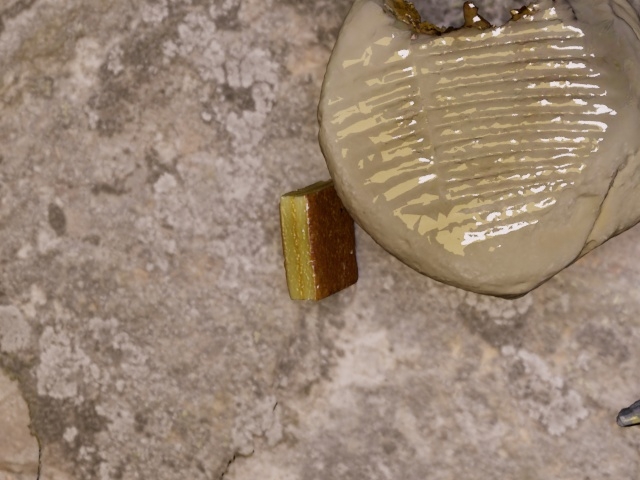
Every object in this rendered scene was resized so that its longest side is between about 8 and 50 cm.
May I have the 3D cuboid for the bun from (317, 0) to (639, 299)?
[{"bbox_3d":[0.145,-0.084,1.459,0.281,0.205,0.282,-1,86,19],"label":"bun"}]

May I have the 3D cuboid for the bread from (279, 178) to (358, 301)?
[{"bbox_3d":[0.000,0.000,1.591,0.035,0.090,0.094,0,101,27],"label":"bread"}]

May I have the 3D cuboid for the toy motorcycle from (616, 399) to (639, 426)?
[{"bbox_3d":[0.334,0.124,1.495,0.193,0.061,0.124,-23,97,18],"label":"toy motorcycle"}]
